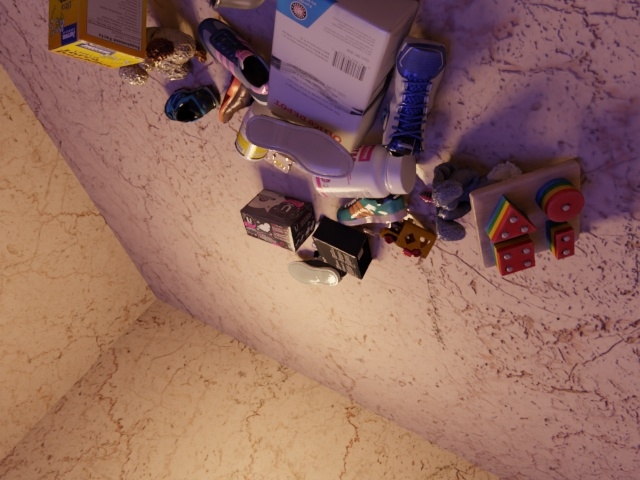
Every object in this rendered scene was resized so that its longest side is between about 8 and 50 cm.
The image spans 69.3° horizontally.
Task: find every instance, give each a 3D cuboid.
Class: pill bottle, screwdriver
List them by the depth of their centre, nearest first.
[{"bbox_3d":[0.131,-0.209,1.392,0.283,0.160,0.160,4,135,30],"label":"pill bottle"},{"bbox_3d":[-0.206,-0.365,1.534,0.119,0.119,0.208,39,148,-3],"label":"pill bottle"},{"bbox_3d":[-0.307,-0.525,1.559,0.024,0.025,0.170,48,146,-15],"label":"screwdriver"}]

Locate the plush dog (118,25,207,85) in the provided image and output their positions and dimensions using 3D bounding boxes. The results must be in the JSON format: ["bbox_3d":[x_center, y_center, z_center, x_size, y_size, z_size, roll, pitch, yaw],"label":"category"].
[{"bbox_3d":[-0.495,-0.612,1.473,0.226,0.262,0.210,10,117,29],"label":"plush dog"}]

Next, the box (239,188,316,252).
[{"bbox_3d":[-0.166,-0.086,1.850,0.248,0.163,0.142,19,140,26],"label":"box"}]

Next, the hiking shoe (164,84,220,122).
[{"bbox_3d":[-0.504,-0.488,1.696,0.304,0.132,0.113,-1,132,45],"label":"hiking shoe"}]

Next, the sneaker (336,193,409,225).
[{"bbox_3d":[0.159,-0.125,1.553,0.302,0.108,0.120,-2,115,49],"label":"sneaker"}]

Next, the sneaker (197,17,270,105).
[{"bbox_3d":[-0.234,-0.540,1.342,0.319,0.112,0.131,44,174,-2],"label":"sneaker"}]

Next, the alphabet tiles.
[{"bbox_3d":[-0.143,-0.355,1.619,0.278,0.021,0.284,35,148,5],"label":"alphabet tiles"}]

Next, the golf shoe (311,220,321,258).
[{"bbox_3d":[0.000,0.000,1.870,0.068,0.086,0.186,24,144,23],"label":"golf shoe"}]

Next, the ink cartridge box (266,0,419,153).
[{"bbox_3d":[0.033,-0.454,1.180,0.286,0.166,0.394,33,148,9],"label":"ink cartridge box"}]

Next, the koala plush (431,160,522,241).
[{"bbox_3d":[0.422,-0.127,1.247,0.222,0.203,0.196,-3,133,18],"label":"koala plush"}]

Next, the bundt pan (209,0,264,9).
[{"bbox_3d":[-0.154,-0.665,1.010,0.124,0.330,0.331,5,158,-25],"label":"bundt pan"}]

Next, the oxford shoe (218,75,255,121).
[{"bbox_3d":[-0.270,-0.460,1.536,0.099,0.096,0.271,20,159,-19],"label":"oxford shoe"}]

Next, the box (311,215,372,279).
[{"bbox_3d":[0.087,0.033,1.746,0.185,0.103,0.261,23,164,17],"label":"box"}]

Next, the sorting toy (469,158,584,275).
[{"bbox_3d":[0.531,-0.040,1.163,0.257,0.089,0.255,-18,127,9],"label":"sorting toy"}]

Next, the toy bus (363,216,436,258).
[{"bbox_3d":[0.279,-0.024,1.522,0.202,0.104,0.191,15,-164,-48],"label":"toy bus"}]

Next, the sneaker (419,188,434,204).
[{"bbox_3d":[0.357,-0.118,1.415,0.120,0.047,0.057,22,156,26],"label":"sneaker"}]

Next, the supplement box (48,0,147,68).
[{"bbox_3d":[-0.631,-0.704,1.317,0.196,0.194,0.355,8,96,38],"label":"supplement box"}]

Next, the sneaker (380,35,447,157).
[{"bbox_3d":[0.226,-0.313,1.132,0.128,0.182,0.315,6,149,-3],"label":"sneaker"}]

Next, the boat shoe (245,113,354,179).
[{"bbox_3d":[-0.047,-0.258,1.269,0.325,0.097,0.116,23,107,15],"label":"boat shoe"}]

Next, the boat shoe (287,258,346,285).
[{"bbox_3d":[-0.014,0.136,2.050,0.303,0.091,0.114,11,120,39],"label":"boat shoe"}]
